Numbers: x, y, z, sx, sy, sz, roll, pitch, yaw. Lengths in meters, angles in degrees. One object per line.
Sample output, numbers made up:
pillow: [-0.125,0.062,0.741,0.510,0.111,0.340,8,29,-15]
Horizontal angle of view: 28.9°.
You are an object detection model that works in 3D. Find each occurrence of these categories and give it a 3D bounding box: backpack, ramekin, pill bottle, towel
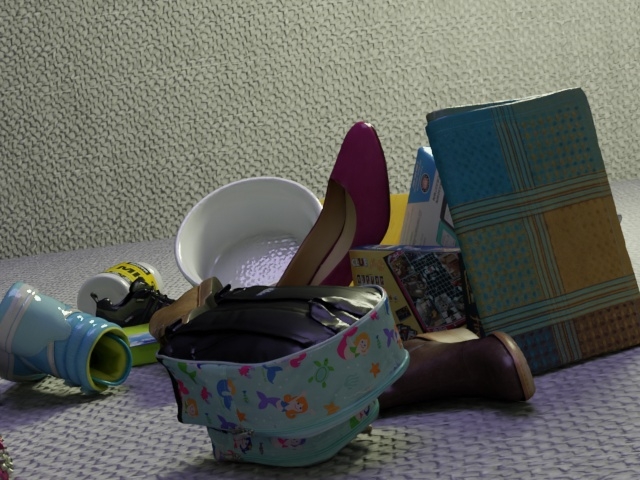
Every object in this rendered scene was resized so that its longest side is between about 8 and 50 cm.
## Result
backpack: [-0.030,0.144,1.413,0.253,0.191,0.225,-11,15,42]
ramekin: [-0.113,0.028,2.242,0.277,0.135,0.277,-8,48,9]
pill bottle: [-0.390,0.107,2.456,0.119,0.119,0.208,-6,7,11]
towel: [0.297,-0.015,1.685,0.271,0.370,0.040,-11,-8,-28]

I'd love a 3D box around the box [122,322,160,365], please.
box: [-0.282,0.173,2.107,0.109,0.042,0.178,-10,8,-13]

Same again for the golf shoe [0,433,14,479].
golf shoe: [-0.449,0.249,1.483,0.140,0.115,0.306,-21,4,-18]

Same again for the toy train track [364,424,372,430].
toy train track: [0.019,0.224,1.475,0.083,0.014,0.048,-8,7,0]

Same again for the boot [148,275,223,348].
boot: [-0.209,0.155,1.921,0.115,0.112,0.305,-22,15,7]

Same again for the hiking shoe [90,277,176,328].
hiking shoe: [-0.301,0.121,2.255,0.227,0.114,0.086,-11,8,-22]

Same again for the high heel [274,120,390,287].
high heel: [0.000,0.000,1.934,0.181,0.377,0.127,-6,22,-28]

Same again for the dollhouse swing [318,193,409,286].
dollhouse swing: [0.104,0.074,2.428,0.347,0.305,0.315,-2,50,36]

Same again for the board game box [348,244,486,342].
board game box: [0.141,0.090,1.810,0.042,0.165,0.243,-13,9,-36]

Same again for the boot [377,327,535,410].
boot: [0.133,0.181,1.531,0.207,0.090,0.248,-22,12,-14]

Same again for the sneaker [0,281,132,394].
sneaker: [-0.391,0.184,1.928,0.208,0.127,0.319,23,-18,2]

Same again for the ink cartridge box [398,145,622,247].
ink cartridge box: [0.279,-0.006,1.878,0.197,0.198,0.270,-7,32,-28]
